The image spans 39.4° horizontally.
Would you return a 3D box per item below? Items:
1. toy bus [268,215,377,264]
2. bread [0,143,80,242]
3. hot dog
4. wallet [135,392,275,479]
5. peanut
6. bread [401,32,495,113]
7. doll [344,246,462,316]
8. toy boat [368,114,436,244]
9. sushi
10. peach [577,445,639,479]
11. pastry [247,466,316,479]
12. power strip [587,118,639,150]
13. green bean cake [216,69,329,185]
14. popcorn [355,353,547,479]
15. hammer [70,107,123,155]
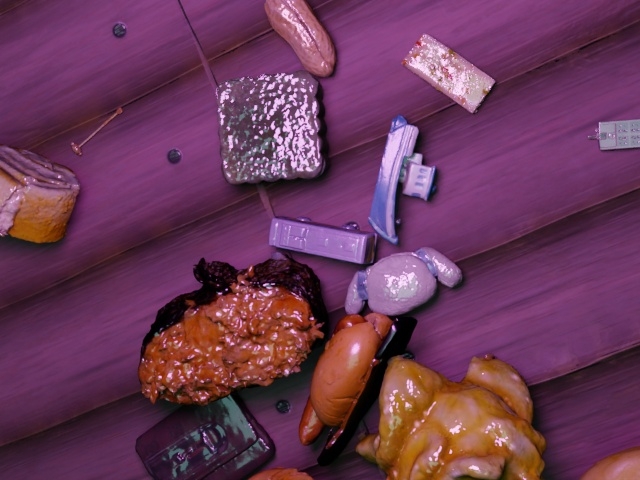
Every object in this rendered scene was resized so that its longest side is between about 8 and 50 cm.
[{"bbox_3d":[0.000,0.000,1.552,0.190,0.075,0.064,11,99,18],"label":"toy bus"},{"bbox_3d":[-0.566,-0.101,1.606,0.257,0.186,0.124,28,105,15],"label":"bread"},{"bbox_3d":[0.036,0.236,1.524,0.107,0.194,0.326,35,103,18],"label":"hot dog"},{"bbox_3d":[-0.216,0.387,1.658,0.229,0.049,0.182,-38,85,11],"label":"wallet"},{"bbox_3d":[-0.031,-0.355,1.529,0.080,0.080,0.174,-34,94,13],"label":"peanut"},{"bbox_3d":[0.217,-0.283,1.510,0.153,0.028,0.068,36,100,4],"label":"bread"},{"bbox_3d":[0.137,0.074,1.541,0.214,0.071,0.104,-20,92,13],"label":"doll"},{"bbox_3d":[0.146,-0.099,1.513,0.102,0.088,0.215,14,97,6],"label":"toy boat"},{"bbox_3d":[-0.160,0.145,1.543,0.348,0.207,0.234,-24,98,15],"label":"sushi"},{"bbox_3d":[0.539,0.473,1.401,0.315,0.281,0.314,-1,102,19],"label":"peach"},{"bbox_3d":[-0.039,0.554,1.585,0.310,0.162,0.255,29,103,8],"label":"pastry"},{"bbox_3d":[0.510,-0.175,1.467,0.136,0.019,0.051,-2,98,11],"label":"power strip"},{"bbox_3d":[-0.082,-0.193,1.544,0.183,0.094,0.185,-5,95,12],"label":"green bean cake"},{"bbox_3d":[0.203,0.341,1.455,0.321,0.290,0.326,-25,110,10],"label":"popcorn"},{"bbox_3d":[-0.412,-0.204,1.651,0.123,0.014,0.029,-39,97,10],"label":"hammer"}]
